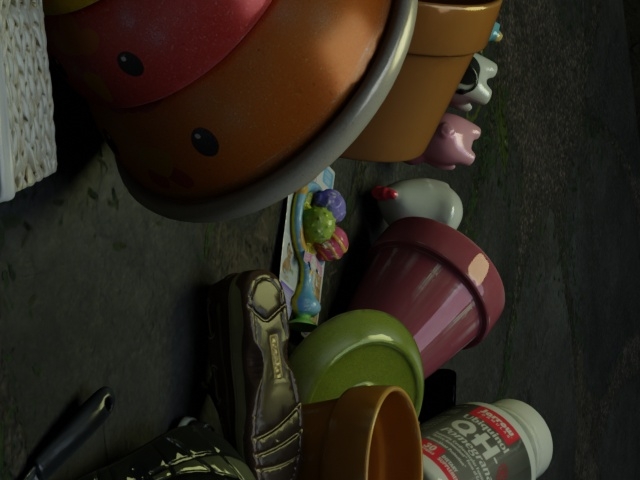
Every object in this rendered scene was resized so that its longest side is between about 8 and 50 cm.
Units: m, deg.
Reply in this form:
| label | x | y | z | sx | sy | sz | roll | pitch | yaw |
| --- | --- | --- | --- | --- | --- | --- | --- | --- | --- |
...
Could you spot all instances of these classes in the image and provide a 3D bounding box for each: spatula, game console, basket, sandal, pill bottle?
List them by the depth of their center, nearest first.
| label | x | y | z | sx | sy | sz | roll | pitch | yaw |
| --- | --- | --- | --- | --- | --- | --- | --- | --- | --- |
| basket | -0.280 | -0.118 | 1.265 | 0.103 | 0.113 | 0.167 | -32 | 121 | -68 |
| spatula | -0.260 | 0.224 | 1.444 | 0.296 | 0.030 | 0.084 | -57 | 140 | -50 |
| sandal | -0.172 | 0.263 | 1.592 | 0.303 | 0.086 | 0.120 | -8 | 61 | -50 |
| pill bottle | 0.194 | 0.330 | 2.264 | 0.318 | 0.176 | 0.176 | -20 | 111 | -51 |
| game console | 0.156 | 0.159 | 2.415 | 0.213 | 0.044 | 0.361 | -4 | 97 | -67 |

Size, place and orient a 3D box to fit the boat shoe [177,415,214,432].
| label | x | y | z | sx | sy | sz | roll | pitch | yaw |
| --- | --- | --- | --- | --- | --- | --- | --- | --- | --- |
| boat shoe | -0.129 | 0.303 | 1.714 | 0.081 | 0.068 | 0.228 | 19 | 75 | -66 |

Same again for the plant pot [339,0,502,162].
| label | x | y | z | sx | sy | sz | roll | pitch | yaw |
| --- | --- | --- | --- | --- | --- | --- | --- | --- | --- |
| plant pot | 0.047 | -0.217 | 1.851 | 0.291 | 0.291 | 0.203 | -34 | 139 | -63 |

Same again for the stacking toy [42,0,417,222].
| label | x | y | z | sx | sy | sz | roll | pitch | yaw |
| --- | --- | --- | --- | --- | --- | --- | --- | --- | --- |
| stacking toy | -0.176 | -0.265 | 1.370 | 0.480 | 0.350 | 0.351 | 39 | 55 | -39 |

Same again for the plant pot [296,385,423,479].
| label | x | y | z | sx | sy | sz | roll | pitch | yaw |
| --- | --- | --- | --- | --- | --- | --- | --- | --- | --- |
| plant pot | -0.001 | 0.269 | 1.856 | 0.205 | 0.188 | 0.205 | -1 | 90 | -69 |

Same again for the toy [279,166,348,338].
| label | x | y | z | sx | sy | sz | roll | pitch | yaw |
| --- | --- | --- | --- | --- | --- | --- | --- | --- | --- |
| toy | 0.000 | 0.000 | 2.010 | 0.137 | 0.056 | 0.237 | 46 | 51 | -62 |

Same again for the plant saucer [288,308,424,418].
| label | x | y | z | sx | sy | sz | roll | pitch | yaw |
| --- | --- | --- | --- | --- | --- | --- | --- | --- | --- |
| plant saucer | 0.044 | 0.206 | 2.000 | 0.241 | 0.037 | 0.241 | -14 | 114 | -33 |

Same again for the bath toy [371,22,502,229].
| label | x | y | z | sx | sy | sz | roll | pitch | yaw |
| --- | --- | --- | --- | --- | --- | --- | --- | --- | --- |
| bath toy | 0.146 | -0.164 | 2.260 | 0.129 | 0.151 | 0.348 | 20 | 72 | -26 |

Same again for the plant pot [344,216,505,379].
| label | x | y | z | sx | sy | sz | roll | pitch | yaw |
| --- | --- | --- | --- | --- | --- | --- | --- | --- | --- |
| plant pot | 0.121 | 0.099 | 2.157 | 0.180 | 0.201 | 0.201 | -49 | 138 | -34 |

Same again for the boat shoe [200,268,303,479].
| label | x | y | z | sx | sy | sz | roll | pitch | yaw |
| --- | --- | --- | --- | --- | --- | --- | --- | --- | --- |
| boat shoe | -0.082 | 0.164 | 1.772 | 0.095 | 0.095 | 0.257 | 7 | 79 | -48 |
